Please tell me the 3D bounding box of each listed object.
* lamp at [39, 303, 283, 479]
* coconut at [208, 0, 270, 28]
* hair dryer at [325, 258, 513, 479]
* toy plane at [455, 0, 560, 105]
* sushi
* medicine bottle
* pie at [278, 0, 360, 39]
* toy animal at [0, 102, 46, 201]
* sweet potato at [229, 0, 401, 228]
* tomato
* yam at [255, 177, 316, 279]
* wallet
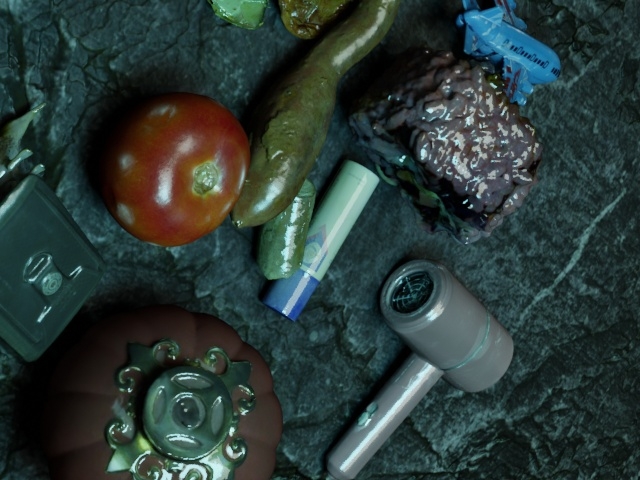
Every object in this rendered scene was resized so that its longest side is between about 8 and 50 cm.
[{"bbox_3d":[-0.196,0.229,1.964,0.303,0.257,0.303,6,75,-21],"label":"lamp"},{"bbox_3d":[-0.104,-0.340,1.960,0.133,0.055,0.158,-44,133,-31],"label":"coconut"},{"bbox_3d":[0.114,0.214,2.353,0.352,0.125,0.210,-51,132,-5],"label":"hair dryer"},{"bbox_3d":[0.263,-0.275,2.267,0.271,0.105,0.254,32,51,-57],"label":"toy plane"},{"bbox_3d":[0.164,-0.123,2.173,0.171,0.236,0.270,-49,117,-19],"label":"sushi"},{"bbox_3d":[0.000,0.000,2.191,0.059,0.059,0.231,37,81,-44],"label":"medicine bottle"},{"bbox_3d":[-0.007,-0.305,2.073,0.191,0.033,0.088,-5,119,-50],"label":"pie"},{"bbox_3d":[-0.352,-0.093,1.815,0.155,0.095,0.219,-44,132,-14],"label":"toy animal"},{"bbox_3d":[-0.019,-0.179,2.073,0.109,0.109,0.385,43,71,-43],"label":"sweet potato"},{"bbox_3d":[-0.181,-0.088,1.939,0.195,0.136,0.195,-18,118,-39],"label":"tomato"},{"bbox_3d":[-0.048,-0.022,2.135,0.069,0.070,0.146,-1,108,-42],"label":"yam"},{"bbox_3d":[-0.342,0.038,1.852,0.168,0.052,0.245,-48,152,-13],"label":"wallet"}]
